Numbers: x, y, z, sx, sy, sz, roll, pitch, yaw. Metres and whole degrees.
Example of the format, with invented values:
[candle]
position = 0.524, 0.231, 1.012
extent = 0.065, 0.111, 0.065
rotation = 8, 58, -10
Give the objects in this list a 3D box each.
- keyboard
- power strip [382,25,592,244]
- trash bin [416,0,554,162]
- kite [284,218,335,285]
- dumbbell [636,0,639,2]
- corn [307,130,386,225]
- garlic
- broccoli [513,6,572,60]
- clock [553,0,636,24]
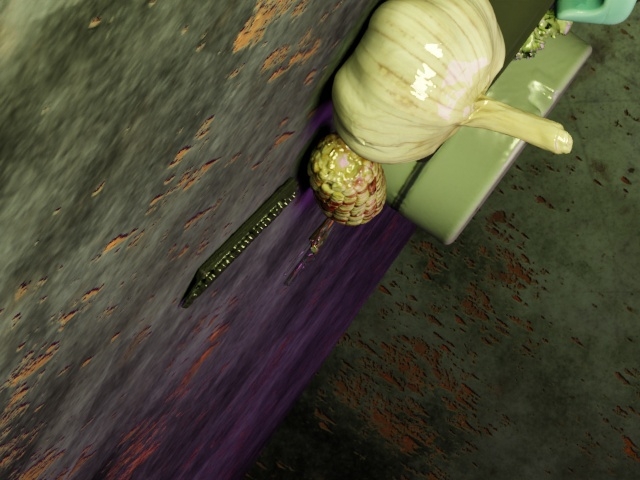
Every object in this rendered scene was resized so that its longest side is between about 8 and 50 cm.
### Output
[keyboard]
position = -0.078, 0.002, 1.688
extent = 0.195, 0.018, 0.060
rotation = -47, 174, -47
[power strip]
position = 0.202, -0.164, 2.256
extent = 0.357, 0.161, 0.357
rotation = -53, 176, -6
[trash bin]
position = 0.142, -0.201, 1.848
extent = 0.165, 0.115, 0.225
rotation = -53, 178, -22
[kite]
position = 0.000, 0.000, 2.331
extent = 0.160, 0.010, 0.183
rotation = -53, 174, -5
[dumbbell]
position = 0.372, -0.402, 2.095
extent = 0.192, 0.192, 0.290
rotation = -58, 174, 35
[corn]
position = 0.030, -0.067, 1.815
extent = 0.086, 0.086, 0.253
rotation = -54, 173, -4
[garlic]
position = 0.136, -0.135, 1.589
extent = 0.199, 0.226, 0.199
rotation = -57, 171, -14
[broccoli]
position = 0.239, -0.314, 1.990
extent = 0.118, 0.122, 0.204
rotation = -10, 123, -51
[clock]
position = 0.297, -0.378, 1.743
extent = 0.274, 0.094, 0.223
rotation = 91, 3, -60
